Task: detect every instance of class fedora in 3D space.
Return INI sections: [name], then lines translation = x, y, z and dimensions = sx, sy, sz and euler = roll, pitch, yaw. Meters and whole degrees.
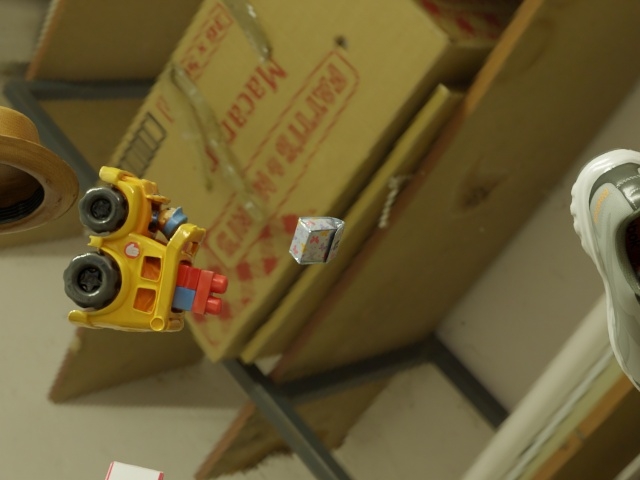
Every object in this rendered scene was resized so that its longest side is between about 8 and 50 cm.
[fedora]
translation = -0.320, -0.074, 1.080
dimensions = 0.194, 0.079, 0.194
euler = -2, -26, -1

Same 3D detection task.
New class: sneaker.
[sneaker]
translation = 0.291, 0.057, 0.966
dimensions = 0.100, 0.108, 0.271
euler = -27, -71, 4

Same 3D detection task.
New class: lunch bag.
[lunch bag]
translation = 0.000, 0.000, 1.901
dimensions = 0.083, 0.053, 0.071
euler = -2, -57, -36

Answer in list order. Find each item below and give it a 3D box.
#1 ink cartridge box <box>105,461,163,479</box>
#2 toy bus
[ink cartridge box]
translation = -0.350, 0.535, 1.981
dimensions = 0.172, 0.100, 0.237
euler = -85, 9, -66
[toy bus]
translation = -0.222, 0.024, 1.557
dimensions = 0.149, 0.211, 0.220
euler = 29, -109, -80
